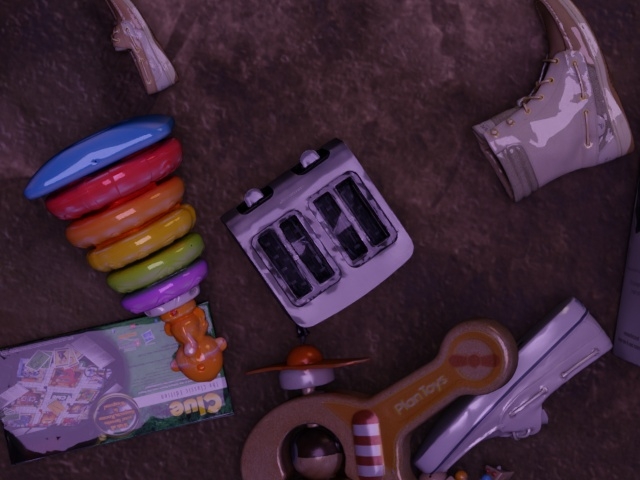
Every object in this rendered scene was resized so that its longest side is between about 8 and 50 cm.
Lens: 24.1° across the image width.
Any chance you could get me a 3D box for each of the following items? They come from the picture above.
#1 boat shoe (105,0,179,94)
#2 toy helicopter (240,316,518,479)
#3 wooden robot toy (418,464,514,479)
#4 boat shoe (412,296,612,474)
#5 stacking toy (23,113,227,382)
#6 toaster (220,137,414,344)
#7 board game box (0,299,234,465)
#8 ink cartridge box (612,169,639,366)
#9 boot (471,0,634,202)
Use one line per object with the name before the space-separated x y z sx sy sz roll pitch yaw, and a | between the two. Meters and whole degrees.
boat shoe | -0.212 -0.226 1.688 0.045 0.050 0.135 -34 94 -8
toy helicopter | 0.056 0.185 1.645 0.355 0.140 0.235 -37 79 20
wooden robot toy | 0.137 0.300 1.739 0.173 0.076 0.079 -41 59 -2
boat shoe | 0.223 0.184 1.719 0.267 0.096 0.088 -44 90 -10
stacking toy | -0.183 0.020 1.650 0.175 0.166 0.302 -26 99 0
toaster | 0.000 0.000 1.683 0.168 0.110 0.185 -34 94 -2
board game box | -0.239 0.162 1.712 0.260 0.030 0.136 -12 91 -4
ink cartridge box | 0.512 -0.035 1.692 0.285 0.166 0.395 8 92 -5
boot | 0.246 -0.166 1.714 0.165 0.077 0.213 -24 97 -1
